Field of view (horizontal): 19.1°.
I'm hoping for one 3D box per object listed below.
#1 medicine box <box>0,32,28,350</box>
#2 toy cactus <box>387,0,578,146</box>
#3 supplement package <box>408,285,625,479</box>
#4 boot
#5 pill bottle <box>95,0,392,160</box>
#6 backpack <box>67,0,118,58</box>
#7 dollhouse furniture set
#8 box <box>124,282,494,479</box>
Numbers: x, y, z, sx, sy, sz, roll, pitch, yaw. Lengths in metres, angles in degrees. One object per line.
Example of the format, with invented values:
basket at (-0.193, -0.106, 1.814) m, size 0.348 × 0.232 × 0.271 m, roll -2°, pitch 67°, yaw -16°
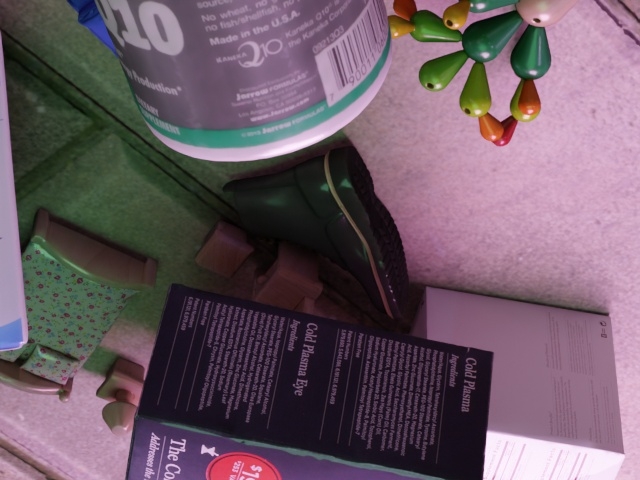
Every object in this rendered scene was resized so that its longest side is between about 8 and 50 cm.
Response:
medicine box at (-0.407, -0.041, 1.675) m, size 0.263 × 0.149 × 0.289 m, roll -7°, pitch 98°, yaw -15°
toy cactus at (0.163, -0.193, 1.691) m, size 0.180 × 0.112 × 0.219 m, roll -36°, pitch 123°, yaw 9°
supplement package at (0.190, 0.178, 1.966) m, size 0.203 × 0.194 × 0.149 m, roll 10°, pitch 133°, yaw -6°
boot at (0.000, 0.000, 1.895) m, size 0.137 × 0.077 × 0.198 m, roll -12°, pitch 120°, yaw 20°
pill bottle at (-0.082, -0.249, 1.340) m, size 0.204 × 0.204 × 0.361 m, roll -9°, pitch 133°, yaw 11°
backpack at (-0.149, -0.221, 1.659) m, size 0.120 × 0.101 × 0.098 m, roll -30°, pitch 133°, yaw 23°
dollhouse furniture set at (-0.224, 0.091, 1.913) m, size 0.355 × 0.174 × 0.303 m, roll 24°, pitch 130°, yaw -20°
box at (-0.026, 0.246, 1.802) m, size 0.312 × 0.179 × 0.343 m, roll 11°, pitch 132°, yaw -1°
